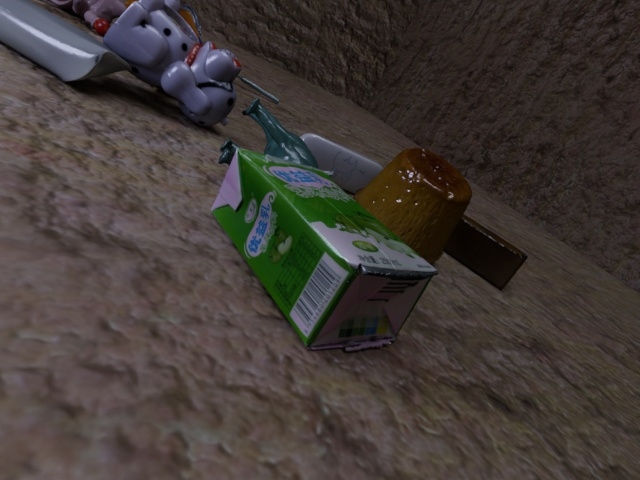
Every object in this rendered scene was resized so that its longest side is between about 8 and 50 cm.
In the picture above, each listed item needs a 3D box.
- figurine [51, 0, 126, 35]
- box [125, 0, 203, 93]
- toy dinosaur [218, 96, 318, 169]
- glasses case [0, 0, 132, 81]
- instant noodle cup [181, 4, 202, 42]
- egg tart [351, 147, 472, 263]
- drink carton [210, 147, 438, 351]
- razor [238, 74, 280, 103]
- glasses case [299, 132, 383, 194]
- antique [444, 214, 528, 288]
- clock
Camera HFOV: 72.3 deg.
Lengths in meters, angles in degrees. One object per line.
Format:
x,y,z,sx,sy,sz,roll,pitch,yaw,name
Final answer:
-0.656,-0.697,1.220,0.287,0.176,0.186,43,-5,-3,figurine
-0.347,-0.454,1.039,0.152,0.070,0.237,-8,71,-57,box
-0.022,-0.117,0.830,0.330,0.129,0.383,34,17,-18,toy dinosaur
-0.489,-0.358,0.769,0.308,0.083,0.128,31,15,4,glasses case
-0.448,-0.602,1.284,0.125,0.178,0.208,-12,25,-39,instant noodle cup
0.178,-0.072,0.843,0.215,0.171,0.215,20,37,-16,egg tart
0.000,0.000,0.539,0.161,0.108,0.271,8,30,-44,drink carton
-0.245,-0.566,1.620,0.211,0.036,0.084,21,24,-20,razor
0.044,-0.172,1.013,0.233,0.092,0.059,21,21,-25,glasses case
0.318,-0.018,1.021,0.310,0.087,0.093,37,20,21,antique
-0.270,-0.341,0.877,0.254,0.189,0.189,43,18,-14,clock
